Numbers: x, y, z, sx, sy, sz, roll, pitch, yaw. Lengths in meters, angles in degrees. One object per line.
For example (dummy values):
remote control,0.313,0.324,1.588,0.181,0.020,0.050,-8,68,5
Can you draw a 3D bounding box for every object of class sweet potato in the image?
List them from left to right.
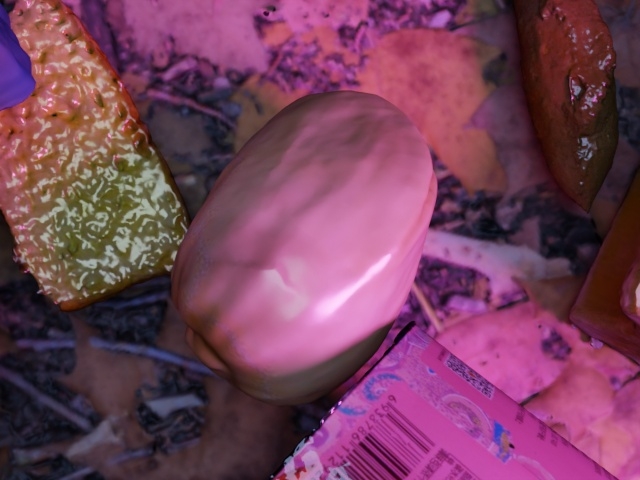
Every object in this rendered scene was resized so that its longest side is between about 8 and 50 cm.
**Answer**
sweet potato,0.147,-0.118,0.635,0.060,0.068,0.205,-8,76,-31

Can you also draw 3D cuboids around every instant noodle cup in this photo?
instant noodle cup,0.066,0.187,0.507,0.231,0.243,0.243,41,81,8

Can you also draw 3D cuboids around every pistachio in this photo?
pistachio,0.000,0.000,0.551,0.145,0.200,0.117,-11,119,31

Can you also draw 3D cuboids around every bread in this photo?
bread,-0.146,-0.048,0.600,0.103,0.065,0.187,-33,88,-7

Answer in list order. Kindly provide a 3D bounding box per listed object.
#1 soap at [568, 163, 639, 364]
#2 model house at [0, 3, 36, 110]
soap,0.354,-0.033,0.589,0.305,0.169,0.338,28,82,-1
model house,-0.352,-0.106,0.467,0.382,0.334,0.342,1,64,18
